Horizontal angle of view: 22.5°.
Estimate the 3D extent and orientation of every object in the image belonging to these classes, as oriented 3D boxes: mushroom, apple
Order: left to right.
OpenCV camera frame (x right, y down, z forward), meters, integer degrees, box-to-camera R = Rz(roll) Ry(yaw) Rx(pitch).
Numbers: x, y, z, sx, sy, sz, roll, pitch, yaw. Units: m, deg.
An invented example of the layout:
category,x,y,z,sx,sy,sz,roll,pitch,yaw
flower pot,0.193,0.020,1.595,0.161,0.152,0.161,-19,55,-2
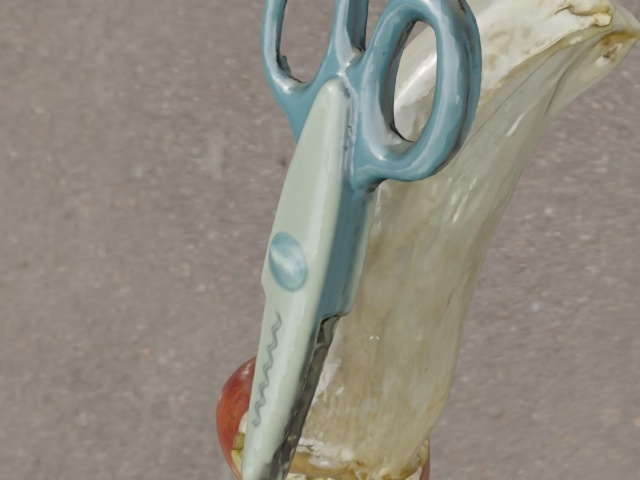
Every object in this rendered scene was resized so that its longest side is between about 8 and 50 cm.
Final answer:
category,x,y,z,sx,sy,sz,roll,pitch,yaw
apple,0.005,0.157,1.267,0.147,0.156,0.158,25,141,62
mushroom,0.061,-0.007,0.924,0.122,0.095,0.351,26,113,1

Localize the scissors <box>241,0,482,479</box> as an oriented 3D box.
category,x,y,z,sx,sy,sz,roll,pitch,yaw
scissors,0.000,0.000,0.774,0.138,0.041,0.289,34,123,37
